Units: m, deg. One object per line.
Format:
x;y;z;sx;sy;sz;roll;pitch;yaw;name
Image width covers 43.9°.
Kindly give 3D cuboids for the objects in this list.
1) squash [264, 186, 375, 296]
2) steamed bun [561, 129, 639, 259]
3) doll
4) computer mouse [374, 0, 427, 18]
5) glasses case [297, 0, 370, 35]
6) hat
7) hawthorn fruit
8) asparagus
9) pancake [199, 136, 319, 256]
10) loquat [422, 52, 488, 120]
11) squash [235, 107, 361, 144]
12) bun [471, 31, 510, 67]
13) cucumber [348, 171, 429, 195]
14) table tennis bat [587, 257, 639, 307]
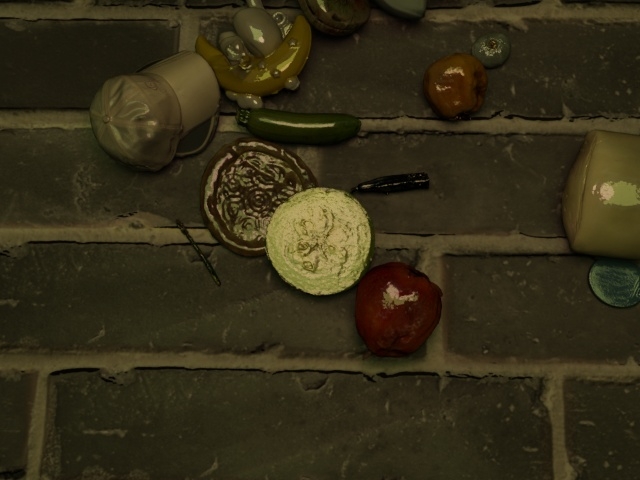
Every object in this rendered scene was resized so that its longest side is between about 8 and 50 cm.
0.000;0.000;1.563;0.219;0.041;0.219;0;86;-4;squash
0.575;-0.092;1.523;0.200;0.155;0.250;12;76;4;steamed bun
-0.131;-0.402;1.640;0.237;0.111;0.252;-40;81;9;doll
0.124;-0.529;1.628;0.231;0.128;0.079;33;109;-14;computer mouse
-0.021;-0.623;1.667;0.156;0.098;0.425;-11;75;-41;glasses case
-0.331;-0.271;1.596;0.275;0.161;0.232;-37;83;-9;hat
0.145;0.130;1.500;0.173;0.173;0.179;-1;104;2;hawthorn fruit
-0.246;0.023;1.600;0.016;0.013;0.166;-31;79;-16;asparagus
-0.127;-0.086;1.609;0.250;0.031;0.250;0;80;-2;pancake
0.272;-0.309;1.604;0.137;0.113;0.137;-1;95;-13;loquat
-0.046;-0.231;1.616;0.258;0.069;0.069;3;78;-1;squash
0.356;-0.398;1.651;0.083;0.045;0.083;-1;74;5;bun
0.139;-0.111;1.605;0.163;0.043;0.039;-7;120;3;cucumber
0.600;0.090;1.554;0.155;0.019;0.100;27;80;9;table tennis bat
